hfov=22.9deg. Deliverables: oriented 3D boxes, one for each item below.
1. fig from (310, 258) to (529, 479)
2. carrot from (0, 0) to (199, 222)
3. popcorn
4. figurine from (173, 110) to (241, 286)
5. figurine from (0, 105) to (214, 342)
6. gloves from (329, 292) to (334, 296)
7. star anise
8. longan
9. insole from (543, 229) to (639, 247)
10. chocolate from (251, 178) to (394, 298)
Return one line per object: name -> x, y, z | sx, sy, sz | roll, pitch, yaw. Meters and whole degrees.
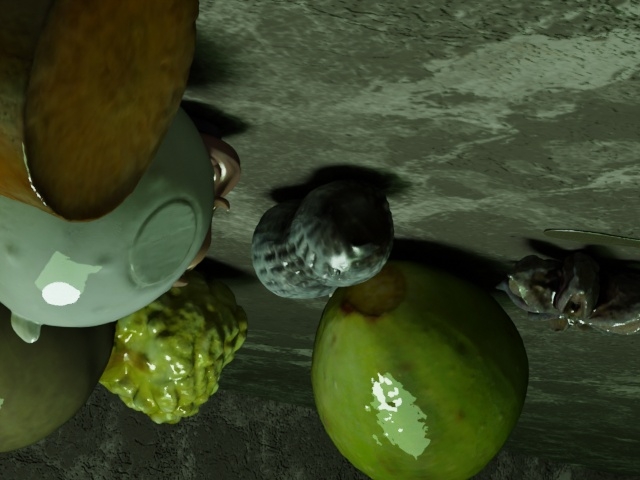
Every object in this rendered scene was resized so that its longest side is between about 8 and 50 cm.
fig -> 0.102, 0.144, 1.814 | 0.258, 0.258, 0.326 | 5, 155, 21
carrot -> -0.223, -0.131, 0.959 | 0.254, 0.196, 0.196 | 15, 171, 22
popcorn -> -0.231, 0.117, 2.079 | 0.252, 0.205, 0.237 | 26, -173, 8
figurine -> -0.122, -0.042, 1.366 | 0.114, 0.157, 0.126 | -11, 163, -3
figurine -> -0.282, -0.043, 1.252 | 0.394, 0.274, 0.226 | 24, 173, 29
gloves -> 0.036, 0.066, 1.987 | 0.081, 0.037, 0.044 | 24, 132, 4
star anise -> 0.288, 0.061, 1.676 | 0.197, 0.073, 0.212 | 13, 171, 3
longan -> -0.401, 0.096, 1.839 | 0.319, 0.318, 0.319 | 9, 168, 2
insole -> 0.288, 0.000, 1.558 | 0.135, 0.002, 0.045 | 8, 169, 8
chocolate -> 0.000, 0.000, 1.542 | 0.110, 0.110, 0.248 | 14, 165, -19
